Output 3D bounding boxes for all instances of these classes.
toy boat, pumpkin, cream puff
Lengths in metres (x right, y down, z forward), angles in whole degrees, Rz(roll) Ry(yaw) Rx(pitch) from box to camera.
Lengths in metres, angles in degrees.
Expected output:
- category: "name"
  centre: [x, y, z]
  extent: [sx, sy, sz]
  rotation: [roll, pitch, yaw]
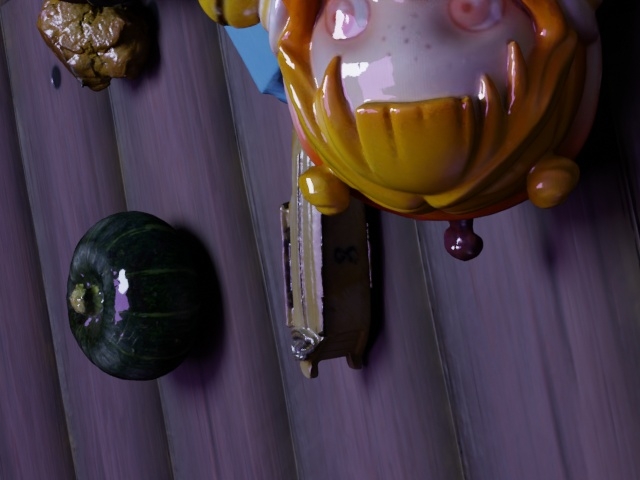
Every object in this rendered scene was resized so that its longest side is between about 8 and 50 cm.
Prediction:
- category: "toy boat"
  centre: [0.000, 0.000, 1.412]
  extent: [0.088, 0.068, 0.226]
  rotation: [9, 104, 63]
- category: "pumpkin"
  centre: [-0.184, 0.055, 1.656]
  extent: [0.167, 0.125, 0.167]
  rotation: [176, 90, -78]
- category: "cream puff"
  centre: [-0.224, -0.208, 1.696]
  extent: [0.116, 0.094, 0.122]
  rotation: [53, 178, -39]

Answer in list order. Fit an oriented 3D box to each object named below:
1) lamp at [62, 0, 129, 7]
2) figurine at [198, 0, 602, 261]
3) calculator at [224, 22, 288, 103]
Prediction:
- category: "lamp"
  centre: [-0.229, -0.333, 1.604]
  extent: [0.258, 0.180, 0.180]
  rotation: [64, 143, 28]
- category: "figurine"
  centre: [0.079, -0.154, 1.143]
  extent: [0.320, 0.196, 0.323]
  rotation: [-1, 83, 18]
- category: "calculator"
  centre: [-0.062, -0.247, 1.414]
  extent: [0.293, 0.051, 0.173]
  rotation: [61, 156, 10]
